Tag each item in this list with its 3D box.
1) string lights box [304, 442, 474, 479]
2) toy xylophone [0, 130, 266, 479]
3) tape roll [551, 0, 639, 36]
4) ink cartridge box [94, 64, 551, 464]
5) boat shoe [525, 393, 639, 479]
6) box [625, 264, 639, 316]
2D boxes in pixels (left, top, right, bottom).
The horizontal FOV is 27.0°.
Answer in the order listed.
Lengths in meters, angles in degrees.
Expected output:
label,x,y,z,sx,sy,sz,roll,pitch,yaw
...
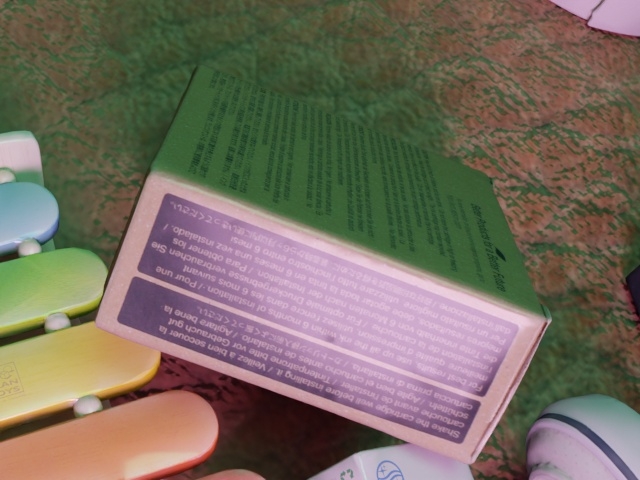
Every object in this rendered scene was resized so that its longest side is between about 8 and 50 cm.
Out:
label,x,y,z,sx,sy,sz,roll,pitch,yaw
string lights box,0.042,0.239,0.626,0.076,0.133,0.260,-1,65,-44
toy xylophone,-0.179,0.097,0.639,0.236,0.081,0.323,-22,57,-24
tape roll,0.243,-0.291,0.982,0.286,0.100,0.286,7,63,-15
ink cartridge box,0.000,0.000,0.697,0.193,0.088,0.235,22,17,-6
boat shoe,0.155,0.267,0.672,0.156,0.136,0.367,-17,80,-21
box,0.363,0.077,0.696,0.178,0.343,0.313,-8,67,-22
